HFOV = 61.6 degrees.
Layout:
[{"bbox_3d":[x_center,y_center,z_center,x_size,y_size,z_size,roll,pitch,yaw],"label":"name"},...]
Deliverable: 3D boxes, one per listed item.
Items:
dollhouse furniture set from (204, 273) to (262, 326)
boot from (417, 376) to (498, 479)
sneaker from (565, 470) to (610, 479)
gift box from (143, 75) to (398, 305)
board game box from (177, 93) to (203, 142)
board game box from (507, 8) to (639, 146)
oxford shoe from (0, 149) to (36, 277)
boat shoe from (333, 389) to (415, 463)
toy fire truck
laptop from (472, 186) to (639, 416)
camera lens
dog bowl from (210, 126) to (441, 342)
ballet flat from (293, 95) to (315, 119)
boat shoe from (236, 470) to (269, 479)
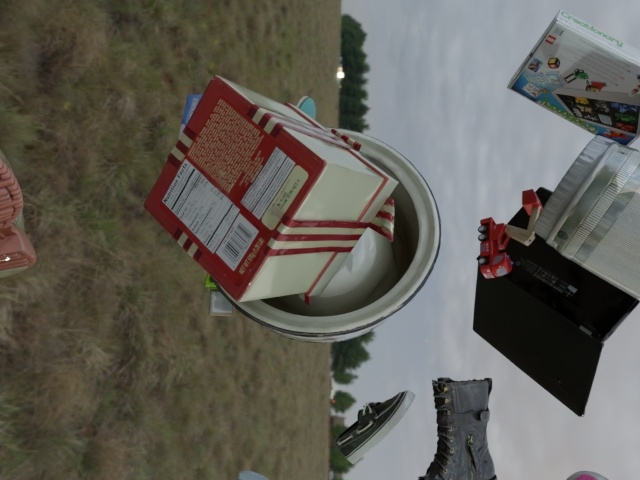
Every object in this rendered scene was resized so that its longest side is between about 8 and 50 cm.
[{"bbox_3d":[-0.179,0.120,1.269,0.301,0.198,0.151,138,-45,-73],"label":"dollhouse furniture set"},{"bbox_3d":[0.235,0.377,1.020,0.091,0.263,0.228,-15,-102,57],"label":"boot"},{"bbox_3d":[0.337,0.305,0.555,0.252,0.111,0.103,48,-15,-21],"label":"sneaker"},{"bbox_3d":[-0.053,-0.047,0.792,0.255,0.276,0.258,-52,158,19],"label":"gift box"},{"bbox_3d":[-0.197,-0.208,0.923,0.020,0.090,0.090,30,66,-62],"label":"board game box"},{"bbox_3d":[0.593,-0.341,1.166,0.053,0.305,0.193,-59,177,-33],"label":"board game box"},{"bbox_3d":[-0.412,-0.066,0.589,0.397,0.141,0.146,-39,-113,59],"label":"oxford shoe"},{"bbox_3d":[0.110,0.382,1.131,0.219,0.070,0.078,-50,170,19],"label":"boat shoe"},{"bbox_3d":[0.419,-0.013,1.182,0.047,0.135,0.192,42,46,-39],"label":"toy fire truck"},{"bbox_3d":[0.610,0.144,1.369,0.236,0.408,0.382,39,2,-43],"label":"laptop"},{"bbox_3d":[0.546,-0.028,0.930,0.219,0.274,0.219,-44,156,-26],"label":"camera lens"},{"bbox_3d":[0.000,0.000,0.972,0.150,0.408,0.407,87,4,-62],"label":"dog bowl"},{"bbox_3d":[-0.070,-0.223,1.177,0.086,0.086,0.248,89,10,-54],"label":"ballet flat"},{"bbox_3d":[-0.120,0.601,1.206,0.083,0.183,0.065,-66,163,14],"label":"boat shoe"}]
